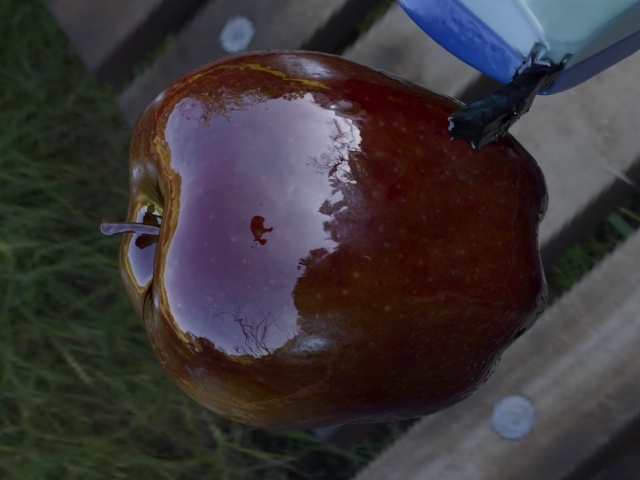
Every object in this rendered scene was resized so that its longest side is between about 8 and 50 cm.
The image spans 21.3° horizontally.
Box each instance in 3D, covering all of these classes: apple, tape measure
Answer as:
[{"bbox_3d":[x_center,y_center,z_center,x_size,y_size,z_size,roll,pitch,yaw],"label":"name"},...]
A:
[{"bbox_3d":[0.000,0.000,1.257,0.288,0.317,0.288,-172,90,-76],"label":"apple"},{"bbox_3d":[0.112,-0.171,1.180,0.215,0.351,0.098,44,131,15],"label":"tape measure"}]
